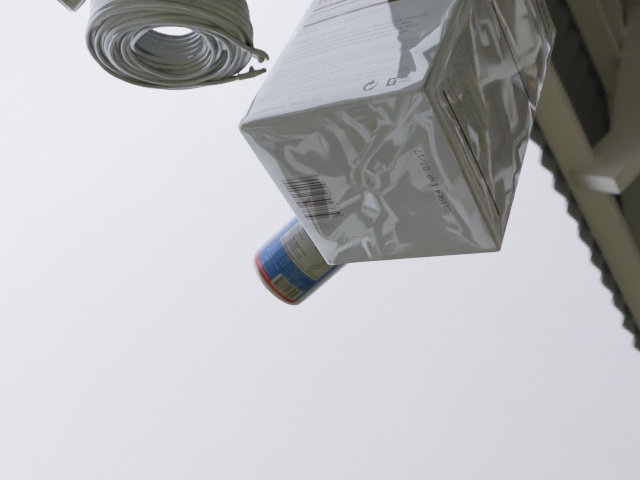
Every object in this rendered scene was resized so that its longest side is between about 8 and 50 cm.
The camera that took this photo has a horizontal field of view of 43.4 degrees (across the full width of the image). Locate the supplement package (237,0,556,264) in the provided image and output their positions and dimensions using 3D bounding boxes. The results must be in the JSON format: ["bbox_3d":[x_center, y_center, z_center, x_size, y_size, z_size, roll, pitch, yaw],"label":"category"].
[{"bbox_3d":[0.070,-0.120,0.575,0.139,0.134,0.244,57,-138,-35],"label":"supplement package"}]

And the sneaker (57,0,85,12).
[{"bbox_3d":[-0.348,-0.400,0.939,0.290,0.106,0.123,43,-88,7],"label":"sneaker"}]

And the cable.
[{"bbox_3d":[-0.231,-0.324,1.248,0.257,0.257,0.089,39,-135,-62],"label":"cable"}]

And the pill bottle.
[{"bbox_3d":[0.000,0.000,1.361,0.221,0.124,0.124,-41,-60,20],"label":"pill bottle"}]
